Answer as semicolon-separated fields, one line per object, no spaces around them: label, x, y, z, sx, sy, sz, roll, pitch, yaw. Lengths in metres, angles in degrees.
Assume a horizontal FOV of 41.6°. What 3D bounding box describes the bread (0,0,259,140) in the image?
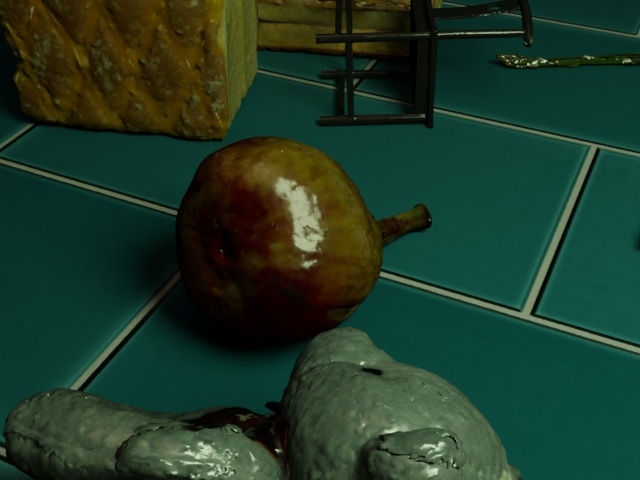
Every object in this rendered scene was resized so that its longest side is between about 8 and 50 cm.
bread;-0.231;-0.293;1.051;0.279;0.279;0.207;5;37;9

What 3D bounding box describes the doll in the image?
doll;-0.038;0.124;0.562;0.341;0.246;0.158;9;78;22

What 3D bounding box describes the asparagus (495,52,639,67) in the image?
asparagus;0.362;-0.256;1.193;0.233;0.022;0.023;-1;83;-4

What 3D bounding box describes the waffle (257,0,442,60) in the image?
waffle;0.028;-0.363;1.275;0.308;0.091;0.213;9;39;11

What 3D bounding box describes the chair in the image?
chair;0.128;-0.241;1.083;0.260;0.141;0.154;-1;39;2

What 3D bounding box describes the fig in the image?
fig;0.016;-0.003;0.775;0.290;0.190;0.190;-3;37;-25
